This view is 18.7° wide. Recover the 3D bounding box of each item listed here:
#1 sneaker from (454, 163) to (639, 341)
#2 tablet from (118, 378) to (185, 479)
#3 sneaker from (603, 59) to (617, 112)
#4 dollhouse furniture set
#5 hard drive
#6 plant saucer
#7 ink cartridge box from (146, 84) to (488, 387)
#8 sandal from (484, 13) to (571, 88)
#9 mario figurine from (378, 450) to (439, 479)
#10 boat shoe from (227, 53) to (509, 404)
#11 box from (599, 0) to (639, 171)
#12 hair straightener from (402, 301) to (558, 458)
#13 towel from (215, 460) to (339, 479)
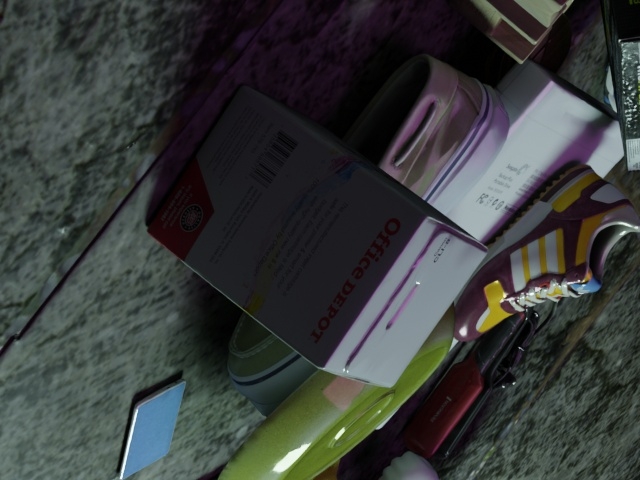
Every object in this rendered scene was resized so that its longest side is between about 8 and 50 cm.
[{"bbox_3d":[0.184,0.027,1.611,0.185,0.084,0.069,-49,155,11],"label":"sneaker"},{"bbox_3d":[-0.132,0.147,1.515,0.054,0.006,0.083,-26,144,-42],"label":"tablet"},{"bbox_3d":[0.331,-0.188,1.757,0.080,0.081,0.211,-1,125,-59],"label":"sneaker"},{"bbox_3d":[0.149,-0.234,1.401,0.129,0.129,0.184,-50,178,-7],"label":"dollhouse furniture set"},{"bbox_3d":[0.106,0.013,1.628,0.353,0.047,0.233,-50,155,12],"label":"hard drive"},{"bbox_3d":[0.022,0.129,1.523,0.241,0.037,0.241,-38,167,-11],"label":"plant saucer"},{"bbox_3d":[0.000,0.000,1.354,0.128,0.176,0.127,-55,153,6],"label":"ink cartridge box"},{"bbox_3d":[0.163,-0.141,1.591,0.072,0.049,0.180,-39,162,-11],"label":"sandal"},{"bbox_3d":[0.066,0.296,1.929,0.320,0.198,0.170,0,82,-49],"label":"mario figurine"},{"bbox_3d":[0.016,-0.013,1.476,0.094,0.109,0.302,35,94,-33],"label":"boat shoe"},{"bbox_3d":[0.248,-0.180,1.549,0.191,0.045,0.184,72,15,-58],"label":"box"},{"bbox_3d":[0.168,0.117,1.924,0.230,0.047,0.089,-60,153,4],"label":"hair straightener"},{"bbox_3d":[-0.059,0.227,1.712,0.237,0.021,0.102,-27,145,-41],"label":"towel"}]
